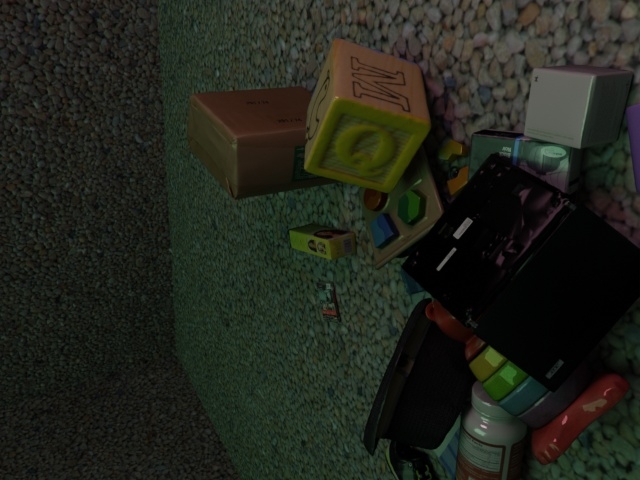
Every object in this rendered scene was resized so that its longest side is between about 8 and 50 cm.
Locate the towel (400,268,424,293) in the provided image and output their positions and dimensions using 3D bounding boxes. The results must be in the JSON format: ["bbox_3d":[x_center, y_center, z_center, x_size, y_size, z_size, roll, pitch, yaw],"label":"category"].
[{"bbox_3d":[0.223,0.078,1.209,0.119,0.029,0.067,-31,74,61],"label":"towel"}]

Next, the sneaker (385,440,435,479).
[{"bbox_3d":[0.231,0.572,1.341,0.235,0.084,0.097,46,138,43],"label":"sneaker"}]

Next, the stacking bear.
[{"bbox_3d":[0.305,0.178,0.893,0.175,0.164,0.289,-47,72,7],"label":"stacking bear"}]

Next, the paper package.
[{"bbox_3d":[-0.130,-0.256,1.393,0.309,0.324,0.168,46,138,44],"label":"paper package"}]

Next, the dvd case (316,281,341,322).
[{"bbox_3d":[0.023,0.181,1.624,0.087,0.013,0.120,-8,96,61],"label":"dvd case"}]

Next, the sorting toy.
[{"bbox_3d":[0.180,-0.104,1.113,0.307,0.041,0.229,-42,46,45],"label":"sorting toy"}]

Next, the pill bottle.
[{"bbox_3d":[0.327,0.378,1.054,0.121,0.121,0.216,30,127,53],"label":"pill bottle"}]

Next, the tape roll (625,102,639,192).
[{"bbox_3d":[0.436,-0.108,0.498,0.274,0.274,0.090,-3,98,61],"label":"tape roll"}]

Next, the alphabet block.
[{"bbox_3d":[0.085,-0.241,1.082,0.192,0.193,0.197,115,162,-46],"label":"alphabet block"}]

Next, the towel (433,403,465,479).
[{"bbox_3d":[0.254,0.385,1.277,0.285,0.034,0.209,53,144,36],"label":"towel"}]

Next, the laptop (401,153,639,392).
[{"bbox_3d":[0.300,0.040,0.829,0.234,0.136,0.264,-53,42,8],"label":"laptop"}]

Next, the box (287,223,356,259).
[{"bbox_3d":[0.000,0.000,1.518,0.232,0.087,0.058,13,114,58],"label":"box"}]

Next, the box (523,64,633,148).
[{"bbox_3d":[0.363,-0.193,0.786,0.101,0.087,0.102,34,130,52],"label":"box"}]

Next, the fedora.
[{"bbox_3d":[0.211,0.289,1.100,0.152,0.334,0.334,21,127,16],"label":"fedora"}]

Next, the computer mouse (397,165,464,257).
[{"bbox_3d":[0.243,-0.010,1.112,0.262,0.060,0.184,-43,60,45],"label":"computer mouse"}]

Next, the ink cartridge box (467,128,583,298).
[{"bbox_3d":[0.324,-0.010,0.917,0.165,0.065,0.333,15,117,38],"label":"ink cartridge box"}]
